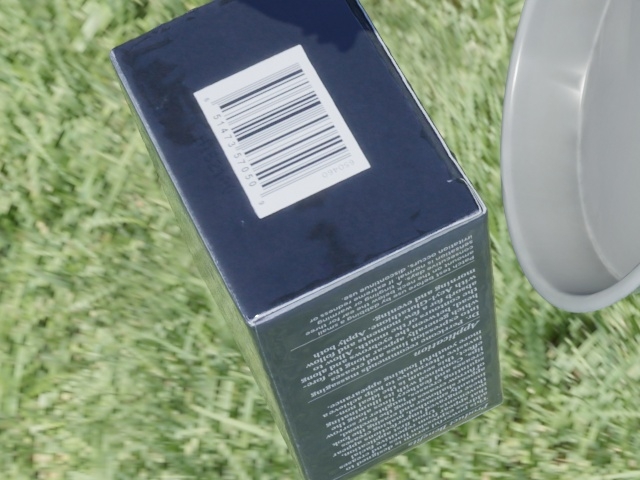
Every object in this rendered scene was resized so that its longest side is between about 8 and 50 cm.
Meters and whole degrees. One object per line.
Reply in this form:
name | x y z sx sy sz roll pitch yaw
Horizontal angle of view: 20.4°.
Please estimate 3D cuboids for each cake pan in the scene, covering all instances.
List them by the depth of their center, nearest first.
cake pan | 0.191 -0.099 1.051 0.054 0.293 0.293 9 84 -18

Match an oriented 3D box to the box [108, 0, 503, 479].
box | 0.000 0.000 1.574 0.212 0.395 0.294 -26 62 -6
